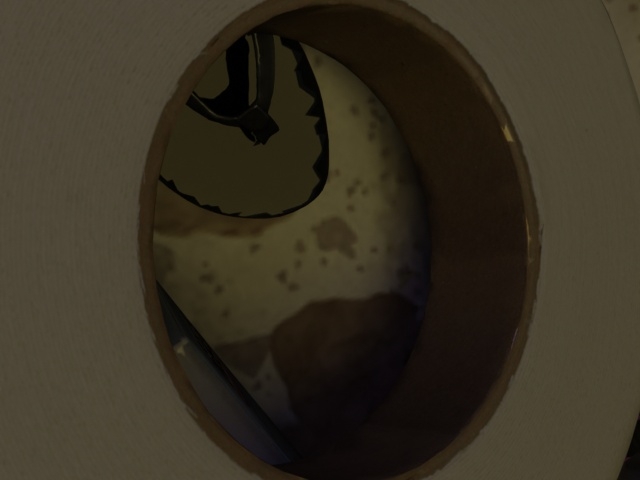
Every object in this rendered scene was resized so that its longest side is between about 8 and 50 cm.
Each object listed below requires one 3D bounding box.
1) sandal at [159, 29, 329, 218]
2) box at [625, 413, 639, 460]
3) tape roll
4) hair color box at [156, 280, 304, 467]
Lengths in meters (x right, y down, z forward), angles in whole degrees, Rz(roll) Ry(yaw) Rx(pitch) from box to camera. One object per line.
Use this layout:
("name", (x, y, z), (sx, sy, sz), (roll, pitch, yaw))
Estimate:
("sandal", (-0.070, -0.116, 0.526), (0.097, 0.054, 0.255), (-28, 111, -8))
("box", (0.125, 0.100, 0.659), (0.162, 0.029, 0.116), (-37, 113, -7))
("tape roll", (0.000, 0.000, 0.485), (0.392, 0.072, 0.392), (3, 85, -37))
("hair color box", (-0.042, 0.222, 0.597), (0.185, 0.113, 0.374), (-38, 111, -4))
